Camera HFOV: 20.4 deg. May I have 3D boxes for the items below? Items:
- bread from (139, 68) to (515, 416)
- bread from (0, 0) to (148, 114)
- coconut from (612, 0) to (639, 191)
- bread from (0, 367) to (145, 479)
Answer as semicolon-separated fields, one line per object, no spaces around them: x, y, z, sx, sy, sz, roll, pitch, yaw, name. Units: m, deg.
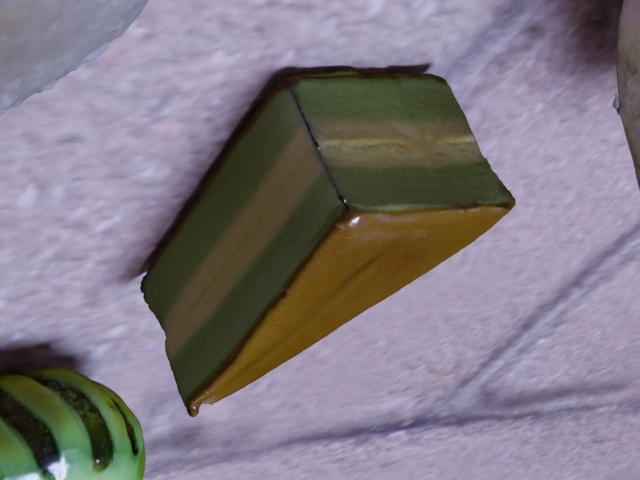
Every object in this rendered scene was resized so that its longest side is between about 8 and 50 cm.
-0.003;0.003;0.709;0.084;0.074;0.139;-3;144;-38;bread
-0.198;-0.036;0.395;0.337;0.102;0.183;-16;152;-25;bread
0.223;-0.039;0.699;0.197;0.237;0.237;-24;156;2;coconut
-0.142;0.105;0.762;0.139;0.071;0.130;-15;155;-31;bread
